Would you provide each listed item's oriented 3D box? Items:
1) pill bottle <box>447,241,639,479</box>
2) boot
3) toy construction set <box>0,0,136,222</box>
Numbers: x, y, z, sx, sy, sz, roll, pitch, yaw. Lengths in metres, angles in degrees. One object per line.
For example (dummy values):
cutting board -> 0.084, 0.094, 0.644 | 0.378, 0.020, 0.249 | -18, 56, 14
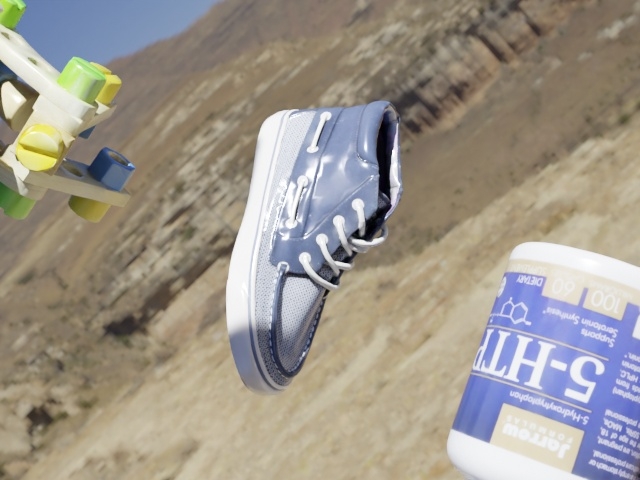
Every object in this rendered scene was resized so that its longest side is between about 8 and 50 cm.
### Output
pill bottle -> 0.138, 0.105, 0.636 | 0.112, 0.112, 0.186 | 167, 123, -77
boot -> 0.000, 0.000, 0.662 | 0.086, 0.069, 0.190 | -6, 68, 29
toy construction set -> -0.244, -0.101, 0.680 | 0.151, 0.215, 0.328 | -52, -6, 0
